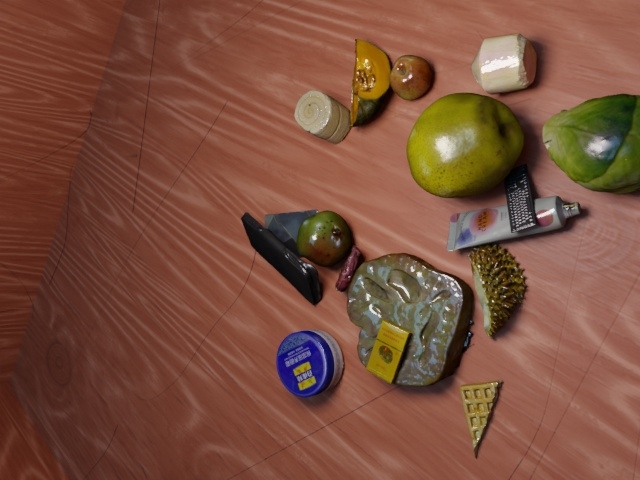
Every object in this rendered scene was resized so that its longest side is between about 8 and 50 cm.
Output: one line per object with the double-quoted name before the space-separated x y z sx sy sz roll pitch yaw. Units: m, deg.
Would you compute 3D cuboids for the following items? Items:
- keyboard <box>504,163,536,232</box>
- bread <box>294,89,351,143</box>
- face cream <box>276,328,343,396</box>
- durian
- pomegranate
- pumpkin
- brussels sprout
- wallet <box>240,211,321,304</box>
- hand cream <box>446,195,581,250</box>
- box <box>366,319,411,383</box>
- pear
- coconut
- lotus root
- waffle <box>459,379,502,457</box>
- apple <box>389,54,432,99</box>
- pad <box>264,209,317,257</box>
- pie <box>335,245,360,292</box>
"keyboard" 0.500 -0.108 1.362 0.067 0.011 0.202 -24 43 36
"bread" 0.012 -0.396 1.733 0.134 0.141 0.148 -49 62 20
"face cream" -0.031 0.388 1.724 0.206 0.111 0.205 -2 86 37
"durian" 0.440 0.124 1.398 0.139 0.144 0.252 -34 71 54
"pomegranate" 0.000 0.000 1.706 0.210 0.180 0.179 -22 72 62
"pumpkin" 0.147 -0.464 1.675 0.163 0.111 0.278 109 163 -60
"brussels sprout" 0.642 -0.218 1.211 0.271 0.210 0.219 27 98 51
"wallet" -0.140 0.052 1.805 0.051 0.197 0.377 -38 56 -21
"hand cream" 0.484 -0.052 1.385 0.341 0.078 0.124 -11 52 36
"box" 0.188 0.308 1.496 0.087 0.023 0.155 23 102 28
"pear" 0.357 -0.240 1.386 0.294 0.294 0.294 -3 85 37
"coconut" 0.466 -0.452 1.392 0.153 0.147 0.147 3 89 39
"lotus root" 0.253 0.215 1.530 0.375 0.111 0.390 -34 68 27
"waffle" 0.439 0.471 1.417 0.125 0.032 0.190 -19 78 32
"apple" 0.262 -0.474 1.572 0.126 0.102 0.126 -3 86 38
"pad" -0.106 -0.019 1.878 0.243 0.004 0.163 -4 84 37
"pie" 0.086 0.088 1.653 0.038 0.153 0.153 24 103 2
